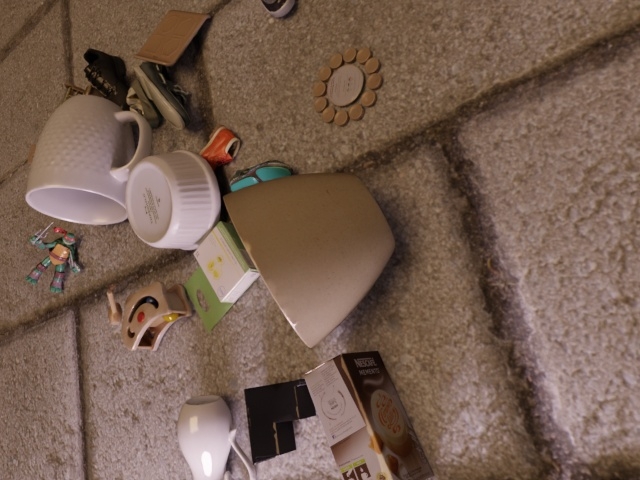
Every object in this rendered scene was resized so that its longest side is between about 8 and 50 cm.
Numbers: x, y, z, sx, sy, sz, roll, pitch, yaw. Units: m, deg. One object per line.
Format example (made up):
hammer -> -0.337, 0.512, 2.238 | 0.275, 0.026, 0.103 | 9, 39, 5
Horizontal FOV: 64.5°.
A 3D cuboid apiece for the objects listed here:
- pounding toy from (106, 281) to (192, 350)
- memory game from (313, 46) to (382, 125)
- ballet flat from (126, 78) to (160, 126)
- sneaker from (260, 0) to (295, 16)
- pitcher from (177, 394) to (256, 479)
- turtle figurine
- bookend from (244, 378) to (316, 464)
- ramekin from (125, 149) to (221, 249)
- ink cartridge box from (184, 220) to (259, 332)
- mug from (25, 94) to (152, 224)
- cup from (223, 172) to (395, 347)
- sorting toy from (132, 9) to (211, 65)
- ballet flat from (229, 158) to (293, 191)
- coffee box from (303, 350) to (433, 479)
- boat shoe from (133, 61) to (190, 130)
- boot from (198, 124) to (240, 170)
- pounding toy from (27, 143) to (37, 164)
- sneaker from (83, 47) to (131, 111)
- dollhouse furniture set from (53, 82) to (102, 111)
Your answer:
pounding toy -> -0.484, 0.208, 1.348 | 0.270, 0.155, 0.154 | -24, 66, 32
memory game -> 0.058, -0.349, 1.150 | 0.186, 0.012, 0.186 | -7, 78, 35
ballet flat -> -0.560, -0.426, 1.562 | 0.213, 0.068, 0.072 | 55, 149, 27
sneaker -> -0.163, -0.690, 1.283 | 0.101, 0.153, 0.268 | -34, 64, 27
pitcher -> -0.235, 0.466, 1.158 | 0.178, 0.125, 0.207 | -6, 88, 14
turtle figurine -> -0.869, 0.053, 1.681 | 0.175, 0.118, 0.234 | 32, 106, -6
bookend -> -0.073, 0.379, 1.074 | 0.157, 0.072, 0.156 | -20, 71, 31
ramekin -> -0.393, -0.102, 1.318 | 0.273, 0.127, 0.272 | 6, 100, 37
ink cartridge box -> -0.267, 0.094, 1.277 | 0.235, 0.056, 0.171 | -47, 59, 18
mug -> -0.646, -0.254, 1.487 | 0.374, 0.276, 0.327 | -9, 69, 25
cup -> 0.000, 0.000, 0.973 | 0.237, 0.331, 0.331 | -31, 62, -2
sorting toy -> -0.439, -0.600, 1.507 | 0.193, 0.038, 0.208 | 25, 75, 36
ballet flat -> -0.143, -0.167, 1.234 | 0.189, 0.070, 0.070 | -11, 75, 30
coffee box -> 0.085, 0.336, 0.927 | 0.098, 0.141, 0.246 | -36, 63, 26
boat shoe -> -0.437, -0.429, 1.456 | 0.099, 0.116, 0.319 | -31, 53, -16
boot -> -0.272, -0.219, 1.337 | 0.085, 0.059, 0.157 | 38, 103, 29
pounding toy -> -0.949, -0.279, 1.784 | 0.141, 0.130, 0.100 | 4, 84, 36
sneaker -> -0.693, -0.509, 1.645 | 0.109, 0.130, 0.286 | -42, 62, 20
dollhouse furniture set -> -0.829, -0.432, 1.707 | 0.161, 0.101, 0.181 | 8, 79, 53
